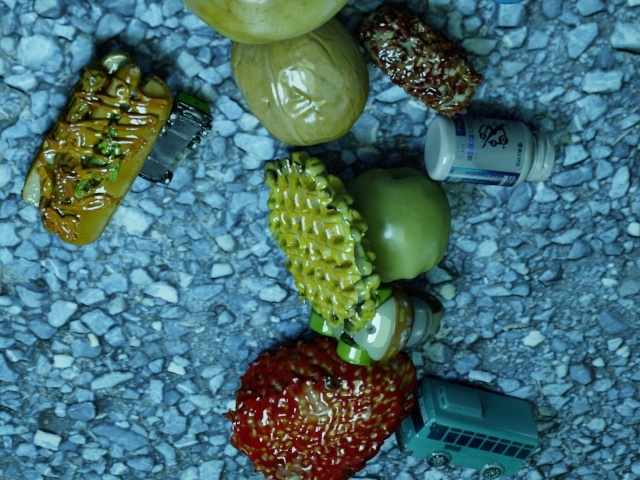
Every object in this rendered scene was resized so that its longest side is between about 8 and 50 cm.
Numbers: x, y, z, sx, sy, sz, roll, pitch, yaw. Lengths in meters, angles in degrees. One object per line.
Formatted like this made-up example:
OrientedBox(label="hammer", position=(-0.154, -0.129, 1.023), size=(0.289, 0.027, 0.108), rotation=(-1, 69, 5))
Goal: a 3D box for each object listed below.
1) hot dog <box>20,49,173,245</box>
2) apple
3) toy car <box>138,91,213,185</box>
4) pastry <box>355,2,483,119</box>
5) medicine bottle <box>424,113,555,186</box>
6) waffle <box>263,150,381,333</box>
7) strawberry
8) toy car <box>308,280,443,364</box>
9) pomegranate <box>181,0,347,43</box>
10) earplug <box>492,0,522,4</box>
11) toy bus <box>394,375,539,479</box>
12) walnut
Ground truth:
OrientedBox(label="hot dog", position=(-0.355, -0.135, 1.933), size=(0.158, 0.117, 0.349), rotation=(43, 124, 7))
OrientedBox(label="apple", position=(0.121, -0.032, 2.033), size=(0.200, 0.200, 0.200), rotation=(-2, 131, -2))
OrientedBox(label="toy car", position=(-0.236, -0.160, 1.981), size=(0.071, 0.062, 0.165), rotation=(27, 125, -23))
OrientedBox(label="pastry", position=(0.148, -0.270, 1.889), size=(0.208, 0.097, 0.115), rotation=(36, 111, -28))
OrientedBox(label="medicine bottle", position=(0.269, -0.141, 1.993), size=(0.191, 0.107, 0.107), rotation=(4, 131, -13))
OrientedBox(label="waffle", position=(0.006, 0.008, 2.001), size=(0.062, 0.329, 0.329), rotation=(-22, 137, -25))
OrientedBox(label="strawberry", position=(-0.001, 0.288, 2.235), size=(0.292, 0.292, 0.343), rotation=(20, 138, -20))
OrientedBox(label="toy car", position=(0.115, 0.115, 2.156), size=(0.235, 0.235, 0.145), rotation=(11, 108, -12))
OrientedBox(label="pomegranate", position=(-0.072, -0.407, 1.643), size=(0.307, 0.307, 0.307), rotation=(-2, 131, -2))
OrientedBox(label="earplug", position=(0.271, -0.448, 1.720), size=(0.132, 0.132, 0.273), rotation=(-1, 135, -3))
OrientedBox(label="toy bus", position=(0.283, 0.362, 2.429), size=(0.256, 0.128, 0.147), rotation=(16, 127, -19))
OrientedBox(label="walnut", position=(-0.030, -0.247, 1.844), size=(0.193, 0.193, 0.226), rotation=(-25, 124, 17))
